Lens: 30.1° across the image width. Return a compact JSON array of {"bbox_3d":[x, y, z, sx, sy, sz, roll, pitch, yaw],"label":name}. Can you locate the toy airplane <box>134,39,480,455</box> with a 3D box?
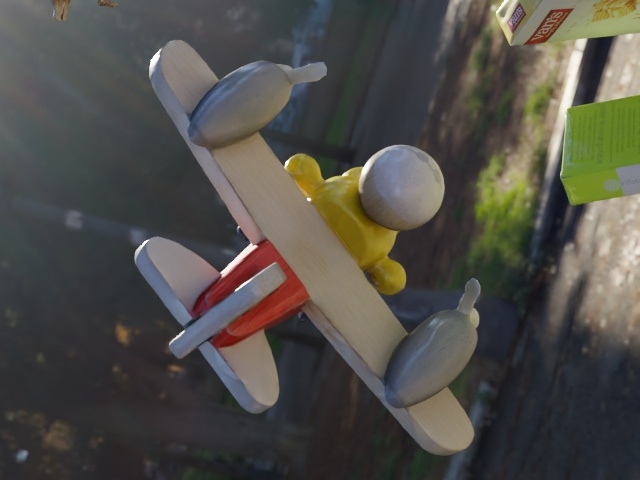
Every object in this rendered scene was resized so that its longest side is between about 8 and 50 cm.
[{"bbox_3d":[0.000,0.000,1.201,0.272,0.386,0.384,-36,44,21],"label":"toy airplane"}]

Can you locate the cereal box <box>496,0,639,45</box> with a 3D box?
[{"bbox_3d":[0.312,-0.265,1.165,0.047,0.240,0.173,70,155,21],"label":"cereal box"}]

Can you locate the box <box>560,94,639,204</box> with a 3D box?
[{"bbox_3d":[0.322,-0.097,1.131,0.109,0.178,0.042,-75,-33,-44],"label":"box"}]

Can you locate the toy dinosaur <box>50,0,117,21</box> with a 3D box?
[{"bbox_3d":[-0.261,-0.314,1.313,0.053,0.093,0.183,-40,46,38],"label":"toy dinosaur"}]
